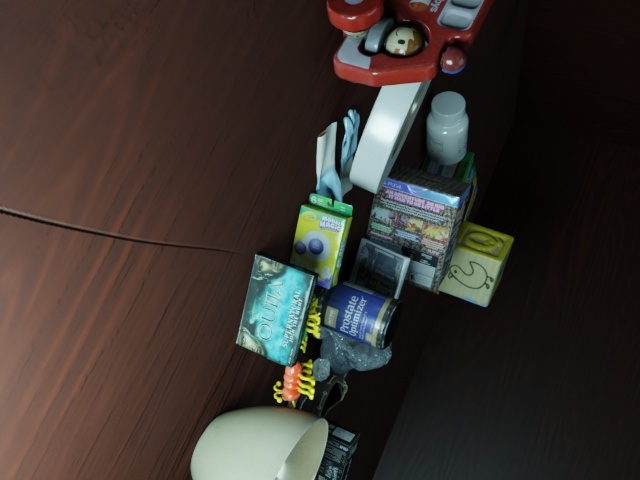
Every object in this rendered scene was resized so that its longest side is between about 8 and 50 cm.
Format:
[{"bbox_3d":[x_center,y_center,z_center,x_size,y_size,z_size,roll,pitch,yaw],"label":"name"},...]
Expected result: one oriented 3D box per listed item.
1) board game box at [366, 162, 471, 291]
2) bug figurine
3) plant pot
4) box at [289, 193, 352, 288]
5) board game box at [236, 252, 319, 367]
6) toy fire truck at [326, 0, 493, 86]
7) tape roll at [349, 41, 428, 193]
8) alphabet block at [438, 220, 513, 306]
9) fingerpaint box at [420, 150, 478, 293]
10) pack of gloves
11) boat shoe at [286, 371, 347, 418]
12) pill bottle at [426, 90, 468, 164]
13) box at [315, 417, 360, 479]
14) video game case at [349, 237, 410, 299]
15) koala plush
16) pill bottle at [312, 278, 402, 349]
[{"bbox_3d":[0.267,-0.040,1.781,0.141,0.232,0.290,-39,143,-57],"label":"board game box"},{"bbox_3d":[-0.053,0.199,1.294,0.279,0.072,0.216,-109,-154,-73],"label":"bug figurine"},{"bbox_3d":[-0.135,0.434,1.210,0.284,0.191,0.284,-51,154,-37],"label":"plant pot"},{"bbox_3d":[0.000,0.000,1.303,0.043,0.105,0.179,-23,128,-65],"label":"box"},{"bbox_3d":[-0.083,0.129,1.173,0.026,0.126,0.186,-16,122,-64],"label":"board game box"},{"bbox_3d":[0.165,-0.402,1.149,0.302,0.254,0.169,-62,158,-23],"label":"toy fire truck"},{"bbox_3d":[0.174,-0.293,1.407,0.392,0.072,0.391,25,90,-83],"label":"tape roll"},{"bbox_3d":[0.534,0.078,2.171,0.193,0.193,0.197,-46,149,-51],"label":"alphabet block"},{"bbox_3d":[0.412,-0.065,2.236,0.444,0.163,0.371,-67,160,-9],"label":"fingerpaint box"},{"bbox_3d":[0.052,-0.161,1.381,0.195,0.046,0.232,-48,151,-45],"label":"pack of gloves"},{"bbox_3d":[0.016,0.417,1.733,0.324,0.097,0.116,-21,127,-65],"label":"boat shoe"},{"bbox_3d":[0.402,-0.357,1.993,0.131,0.131,0.229,-62,158,-24],"label":"pill bottle"},{"bbox_3d":[-0.001,0.563,1.697,0.077,0.180,0.147,-26,131,-63],"label":"box"},{"bbox_3d":[0.150,0.101,1.694,0.022,0.190,0.173,9,100,-37],"label":"video game case"},{"bbox_3d":[0.067,0.281,1.652,0.196,0.203,0.221,-28,161,-40],"label":"koala plush"},{"bbox_3d":[0.068,0.160,1.458,0.123,0.219,0.122,-53,153,-42],"label":"pill bottle"}]
